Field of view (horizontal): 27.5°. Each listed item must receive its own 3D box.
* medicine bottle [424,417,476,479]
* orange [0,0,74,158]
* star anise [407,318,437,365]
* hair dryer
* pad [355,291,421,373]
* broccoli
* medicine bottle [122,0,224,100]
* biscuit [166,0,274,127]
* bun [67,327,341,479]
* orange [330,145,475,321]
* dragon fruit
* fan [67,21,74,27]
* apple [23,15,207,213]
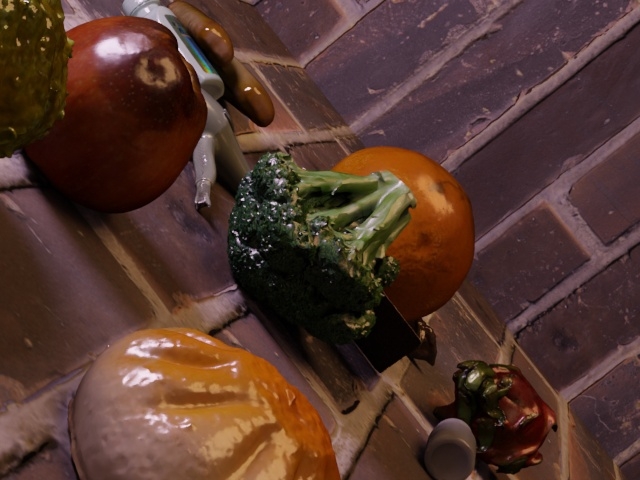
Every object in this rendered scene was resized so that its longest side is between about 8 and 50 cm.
[{"bbox_3d":[0.209,0.333,2.091,0.080,0.080,0.130,51,11,0],"label":"medicine bottle"},{"bbox_3d":[-0.357,-0.206,1.226,0.301,0.223,0.300,47,17,-22],"label":"orange"},{"bbox_3d":[0.148,0.139,2.475,0.212,0.073,0.197,54,9,25],"label":"star anise"},{"bbox_3d":[-0.158,-0.100,2.092,0.229,0.092,0.267,46,25,-52],"label":"hair dryer"},{"bbox_3d":[0.029,0.061,2.110,0.330,0.004,0.220,53,-24,5],"label":"pad"},{"bbox_3d":[0.000,0.000,1.895,0.308,0.275,0.308,52,-18,24],"label":"broccoli"},{"bbox_3d":[-0.267,-0.343,2.327,0.229,0.083,0.121,53,8,13],"label":"medicine bottle"},{"bbox_3d":[-0.189,-0.339,2.471,0.237,0.062,0.290,55,-4,-25],"label":"biscuit"},{"bbox_3d":[-0.083,0.191,1.195,0.299,0.165,0.299,49,10,-12],"label":"bun"},{"bbox_3d":[0.117,-0.009,2.250,0.312,0.312,0.312,49,12,-14],"label":"orange"},{"bbox_3d":[0.306,0.317,2.325,0.269,0.198,0.200,23,56,-65],"label":"dragon fruit"},{"bbox_3d":[-0.443,-0.377,1.929,0.310,0.010,0.182,41,16,-32],"label":"fan"},{"bbox_3d":[-0.237,-0.151,1.534,0.230,0.230,0.230,49,12,-14],"label":"apple"}]
